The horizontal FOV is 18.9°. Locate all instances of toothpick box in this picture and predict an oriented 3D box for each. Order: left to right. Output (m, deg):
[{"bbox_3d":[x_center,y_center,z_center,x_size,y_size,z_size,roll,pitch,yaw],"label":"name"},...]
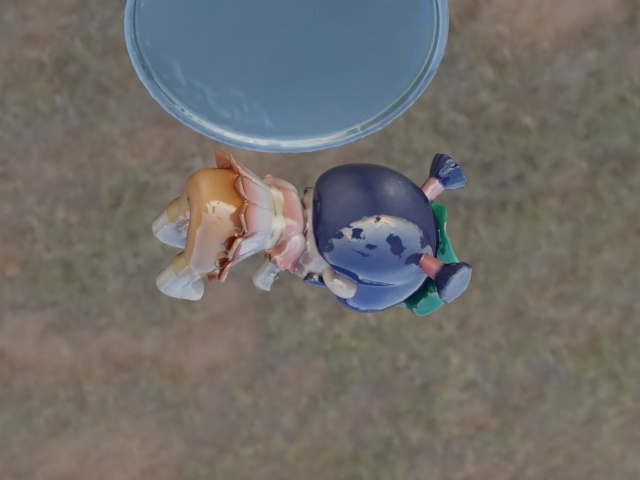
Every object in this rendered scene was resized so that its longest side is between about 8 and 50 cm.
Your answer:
[{"bbox_3d":[-0.012,-0.114,0.634,0.101,0.153,0.101,-1,133,-1],"label":"toothpick box"}]

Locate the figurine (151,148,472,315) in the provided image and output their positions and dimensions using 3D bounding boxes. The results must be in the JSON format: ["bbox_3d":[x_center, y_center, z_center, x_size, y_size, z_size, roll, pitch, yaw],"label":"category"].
[{"bbox_3d":[0.000,0.000,1.225,0.195,0.111,0.102,5,148,-22],"label":"figurine"}]
